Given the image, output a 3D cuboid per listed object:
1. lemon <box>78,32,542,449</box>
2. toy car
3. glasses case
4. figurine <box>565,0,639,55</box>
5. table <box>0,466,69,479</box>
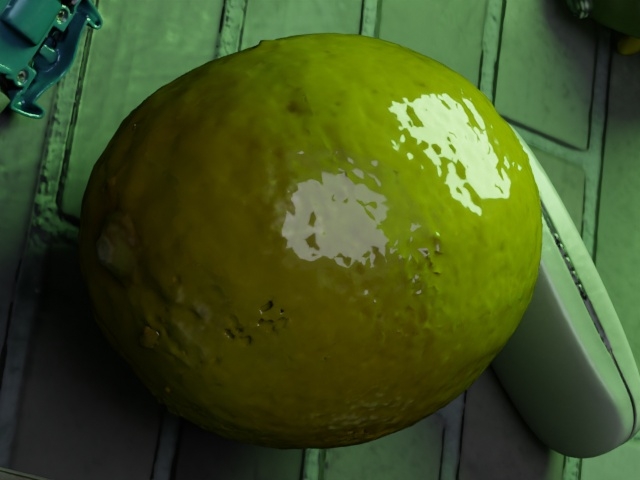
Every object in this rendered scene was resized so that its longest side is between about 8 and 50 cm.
[{"bbox_3d":[-0.003,0.001,1.058,0.263,0.236,0.236,0,75,-18],"label":"lemon"},{"bbox_3d":[-0.204,-0.144,1.062,0.126,0.098,0.161,-58,143,-5],"label":"toy car"},{"bbox_3d":[0.131,0.029,1.230,0.059,0.092,0.233,-28,91,-35],"label":"glasses case"},{"bbox_3d":[0.256,-0.209,1.323,0.141,0.250,0.166,7,74,-14],"label":"figurine"},{"bbox_3d":[-0.164,0.160,0.998,0.083,0.062,0.079,19,65,-29],"label":"table"}]
